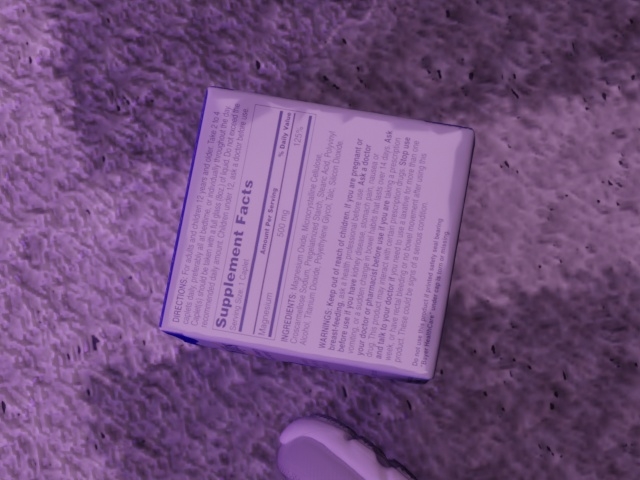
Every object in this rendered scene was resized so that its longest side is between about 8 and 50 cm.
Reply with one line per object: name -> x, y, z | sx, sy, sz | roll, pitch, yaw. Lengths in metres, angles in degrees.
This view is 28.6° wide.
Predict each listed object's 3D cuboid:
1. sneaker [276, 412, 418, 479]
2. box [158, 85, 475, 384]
sneaker -> 0.052, 0.211, 0.587 | 0.115, 0.105, 0.281 | -33, 81, -2
box -> 0.000, 0.000, 0.638 | 0.137, 0.072, 0.126 | 10, 82, 4
